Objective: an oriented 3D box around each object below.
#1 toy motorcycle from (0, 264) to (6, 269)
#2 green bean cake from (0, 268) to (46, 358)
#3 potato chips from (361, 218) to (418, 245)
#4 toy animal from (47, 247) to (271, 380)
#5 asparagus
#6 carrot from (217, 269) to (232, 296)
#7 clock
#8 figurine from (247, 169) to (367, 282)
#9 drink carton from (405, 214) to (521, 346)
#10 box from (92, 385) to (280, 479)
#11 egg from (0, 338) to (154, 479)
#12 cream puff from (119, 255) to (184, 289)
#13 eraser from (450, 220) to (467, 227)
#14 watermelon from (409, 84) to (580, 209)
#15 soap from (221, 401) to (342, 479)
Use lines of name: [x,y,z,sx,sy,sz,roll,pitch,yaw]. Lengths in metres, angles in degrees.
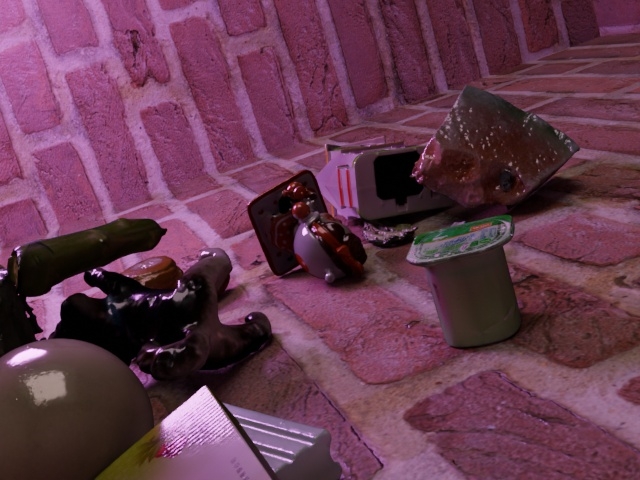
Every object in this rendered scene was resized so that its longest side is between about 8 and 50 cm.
toy motorcycle: [-0.794,0.154,1.863,0.237,0.168,0.410,-29,24,-18]
green bean cake: [-0.496,0.184,1.284,0.132,0.241,0.255,-18,16,-10]
potato chips: [0.129,-0.022,1.720,0.092,0.028,0.207,-22,16,-15]
toy animal: [-0.283,0.141,1.290,0.344,0.194,0.302,-11,17,17]
asparagus: [-0.379,0.016,1.354,0.085,0.082,0.343,-10,9,30]
carrot: [-0.261,0.121,1.584,0.069,0.069,0.336,-7,22,32]
clock: [0.109,-0.142,1.858,0.235,0.166,0.309,-10,9,-25]
figurine: [0.000,0.000,1.562,0.160,0.183,0.226,-32,32,-18]
drink carton: [0.207,0.061,1.147,0.146,0.142,0.144,-12,14,18]
box: [-0.123,0.264,0.793,0.175,0.062,0.260,-40,29,-10]
egg: [-0.311,0.224,0.986,0.219,0.219,0.269,-30,2,-38]
cream puff: [-0.338,0.094,1.683,0.126,0.103,0.144,1,23,35]
eraser: [0.236,0.010,1.436,0.027,0.063,0.085,-10,16,31]
watermelon: [0.360,-0.184,1.669,0.264,0.151,0.302,33,44,11]
soap: [-0.086,0.251,0.942,0.198,0.066,0.119,1,27,48]
